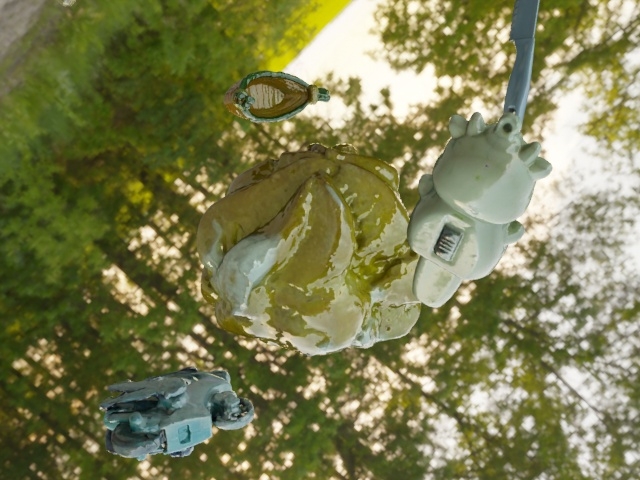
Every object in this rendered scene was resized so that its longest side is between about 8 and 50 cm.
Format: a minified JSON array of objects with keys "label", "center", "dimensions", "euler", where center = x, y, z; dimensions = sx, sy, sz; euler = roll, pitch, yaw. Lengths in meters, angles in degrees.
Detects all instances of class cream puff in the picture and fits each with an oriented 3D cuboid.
[{"label":"cream puff","center":[0.000,0.000,1.089],"dimensions":[0.378,0.378,0.276],"euler":[-147,-122,-79]}]

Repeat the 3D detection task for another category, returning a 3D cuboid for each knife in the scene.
[{"label":"knife","center":[0.289,-0.295,1.089],"dimensions":[0.044,0.019,0.313],"euler":[5,-97,43]}]

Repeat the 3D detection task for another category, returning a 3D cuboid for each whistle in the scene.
[{"label":"whistle","center":[0.139,-0.024,0.726],"dimensions":[0.092,0.110,0.244],"euler":[-50,162,-41]}]

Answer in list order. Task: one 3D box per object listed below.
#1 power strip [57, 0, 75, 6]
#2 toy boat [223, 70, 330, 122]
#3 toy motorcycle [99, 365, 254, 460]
[{"label":"power strip","center":[-0.527,-0.701,1.713],"dimensions":[0.387,0.092,0.066],"euler":[-49,-173,31]},{"label":"toy boat","center":[-0.080,-0.247,1.309],"dimensions":[0.088,0.089,0.229],"euler":[9,-163,36]},{"label":"toy motorcycle","center":[-0.267,0.308,1.397],"dimensions":[0.260,0.154,0.206],"euler":[-12,-157,-23]}]
